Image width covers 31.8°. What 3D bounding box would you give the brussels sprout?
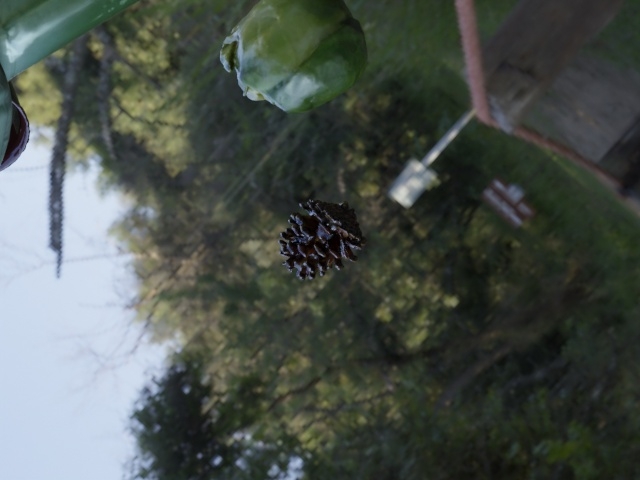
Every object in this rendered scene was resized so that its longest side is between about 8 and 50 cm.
[{"bbox_3d":[-0.023,-0.210,1.232,0.131,0.145,0.183,42,-168,-23],"label":"brussels sprout"}]

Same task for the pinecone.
[{"bbox_3d":[-0.001,-0.003,1.388,0.102,0.109,0.102,37,-144,-34],"label":"pinecone"}]

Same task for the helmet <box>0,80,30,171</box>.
[{"bbox_3d":[-0.367,-0.137,1.055,0.175,0.155,0.106,2,-128,-28],"label":"helmet"}]

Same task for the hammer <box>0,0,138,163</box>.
[{"bbox_3d":[-0.142,-0.143,0.617,0.119,0.335,0.206,60,171,-30],"label":"hammer"}]
